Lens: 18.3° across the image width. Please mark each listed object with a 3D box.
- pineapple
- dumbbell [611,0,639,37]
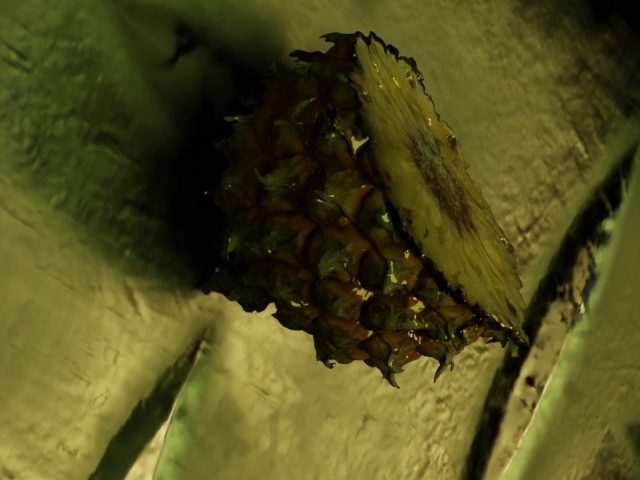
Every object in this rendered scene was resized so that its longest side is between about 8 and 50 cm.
[{"bbox_3d":[0.001,-0.001,0.955,0.176,0.137,0.161,47,24,-34],"label":"pineapple"},{"bbox_3d":[0.321,-0.240,1.161,0.322,0.203,0.204,-41,124,-32],"label":"dumbbell"}]
